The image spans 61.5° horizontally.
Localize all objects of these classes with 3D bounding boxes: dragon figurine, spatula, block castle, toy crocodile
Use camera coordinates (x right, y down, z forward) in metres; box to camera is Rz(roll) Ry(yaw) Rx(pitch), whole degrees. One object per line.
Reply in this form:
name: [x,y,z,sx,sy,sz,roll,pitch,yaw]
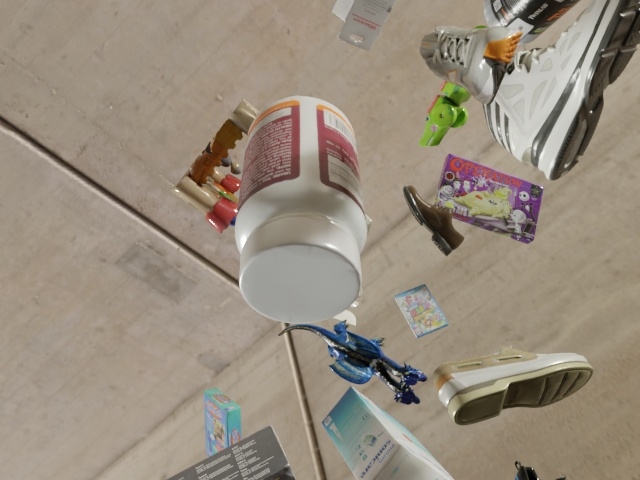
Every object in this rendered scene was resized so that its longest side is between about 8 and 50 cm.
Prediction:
dragon figurine: [0.066,0.218,1.030,0.289,0.144,0.085,26,-88,-7]
spatula: [-0.002,0.147,1.537,0.241,0.168,0.019,19,-49,0]
block castle: [-0.211,-0.201,1.445,0.212,0.453,0.303,38,-83,-16]
toy crocodile: [0.362,-0.395,1.429,0.115,0.105,0.341,-21,-33,-50]

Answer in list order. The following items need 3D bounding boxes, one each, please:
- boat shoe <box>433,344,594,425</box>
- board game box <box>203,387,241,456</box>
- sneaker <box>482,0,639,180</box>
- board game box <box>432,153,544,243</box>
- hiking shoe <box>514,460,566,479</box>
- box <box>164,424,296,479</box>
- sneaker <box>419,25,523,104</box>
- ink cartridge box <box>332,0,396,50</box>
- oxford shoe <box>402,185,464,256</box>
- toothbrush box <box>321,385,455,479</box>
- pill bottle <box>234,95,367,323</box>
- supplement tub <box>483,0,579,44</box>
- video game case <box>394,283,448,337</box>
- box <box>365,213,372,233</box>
boat shoe: [0.352,0.242,0.980,0.302,0.103,0.113,-5,-54,-18]
board game box: [-0.292,0.568,1.603,0.047,0.160,0.211,-8,-76,-36]
sneaker: [0.445,-0.362,1.052,0.169,0.257,0.448,-22,-42,-37]
board game box: [0.561,-0.141,1.799,0.346,0.208,0.056,19,-23,-1]
hiking shoe: [0.602,0.651,1.311,0.113,0.304,0.132,20,-101,-44]
box: [-0.167,0.425,0.761,0.307,0.076,0.243,-25,-50,-14]
sneaker: [0.199,-0.260,0.767,0.121,0.262,0.099,22,-76,2]
ink cartridge box: [0.097,-0.509,1.139,0.104,0.060,0.180,4,-52,-40]
oxford shoe: [0.317,-0.073,1.506,0.096,0.083,0.227,-39,-92,5]
toothbrush box: [0.156,0.498,1.252,0.216,0.295,0.126,40,-93,-18]
pill bottle: [-0.034,-0.064,0.954,0.223,0.392,0.224,-1,-46,-1]
supplement tub: [0.589,-0.675,1.406,0.193,0.194,0.316,1,-12,-16]
video game case: [0.337,0.234,1.805,0.119,0.166,0.015,-21,-33,-9]
box: [0.000,0.000,1.385,0.232,0.127,0.149,-37,-15,-18]
